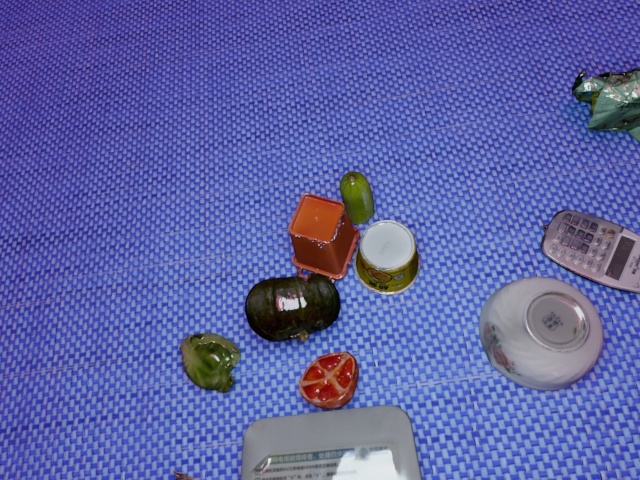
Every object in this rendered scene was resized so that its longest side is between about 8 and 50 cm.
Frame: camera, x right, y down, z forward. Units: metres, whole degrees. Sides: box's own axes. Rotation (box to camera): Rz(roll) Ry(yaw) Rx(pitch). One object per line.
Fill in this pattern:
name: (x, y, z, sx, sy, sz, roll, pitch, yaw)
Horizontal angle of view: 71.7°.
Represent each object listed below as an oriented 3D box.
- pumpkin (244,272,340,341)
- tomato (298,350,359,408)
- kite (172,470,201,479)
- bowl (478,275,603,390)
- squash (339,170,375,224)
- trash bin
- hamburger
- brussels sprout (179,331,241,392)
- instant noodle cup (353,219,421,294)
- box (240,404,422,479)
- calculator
pumpkin: (-0.066, 0.169, 1.084, 0.237, 0.238, 0.159, -7, 72, 4)
tomato: (0.027, 0.348, 1.071, 0.155, 0.069, 0.156, -19, 29, 11)
kite: (-0.301, 0.625, 1.040, 0.160, 0.010, 0.183, -24, 70, -7)
bowl: (0.527, 0.204, 1.037, 0.276, 0.145, 0.277, -2, 67, 4)
squash: (0.099, -0.128, 1.205, 0.095, 0.188, 0.095, -3, 65, 7)
trash bin: (0.000, 0.000, 1.136, 0.161, 0.239, 0.185, 17, 73, 14)
hamburger: (0.828, -0.365, 1.209, 0.275, 0.260, 0.151, 14, 94, 47)
brussels sprout: (-0.288, 0.309, 1.129, 0.180, 0.100, 0.139, 27, 93, 6)
instant noodle cup: (0.173, 0.035, 1.150, 0.182, 0.144, 0.182, -3, 67, 7)
box: (0.026, 0.567, 0.937, 0.395, 0.111, 0.397, -7, 53, 4)
calculator: (0.706, 0.021, 1.142, 0.268, 0.040, 0.177, 30, 74, 19)
